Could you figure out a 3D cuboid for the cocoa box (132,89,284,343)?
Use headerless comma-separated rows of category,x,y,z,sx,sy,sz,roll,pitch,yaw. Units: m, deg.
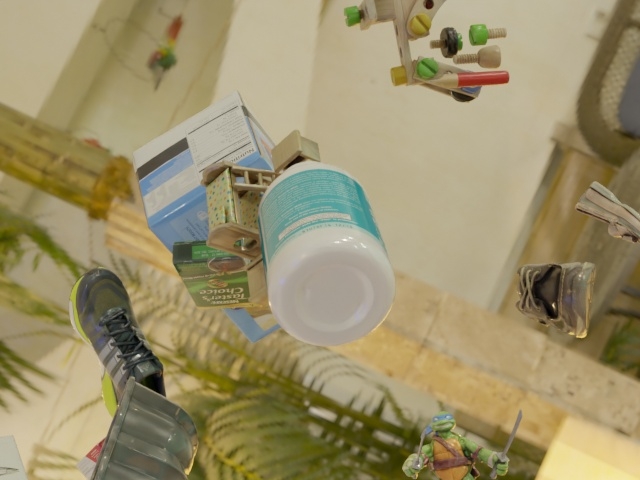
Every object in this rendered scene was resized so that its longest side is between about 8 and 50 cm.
cocoa box,-0.132,-0.036,1.908,0.231,0.347,0.228,-31,39,7

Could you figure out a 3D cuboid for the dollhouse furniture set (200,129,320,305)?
dollhouse furniture set,-0.076,-0.037,1.455,0.161,0.101,0.182,-38,48,36

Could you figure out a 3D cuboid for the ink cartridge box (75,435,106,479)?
ink cartridge box,-0.337,0.410,1.880,0.063,0.150,0.109,-40,-3,-45

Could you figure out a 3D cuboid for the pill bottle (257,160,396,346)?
pill bottle,0.000,0.000,1.312,0.264,0.146,0.146,-103,34,-59

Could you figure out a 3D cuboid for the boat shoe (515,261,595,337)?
boat shoe,0.412,0.104,1.944,0.355,0.130,0.132,49,-132,-79

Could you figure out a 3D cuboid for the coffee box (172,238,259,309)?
coffee box,-0.158,0.055,1.707,0.184,0.113,0.040,78,-171,-63

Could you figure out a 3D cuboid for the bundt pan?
bundt pan,-0.262,0.360,1.492,0.331,0.124,0.331,-159,90,-81

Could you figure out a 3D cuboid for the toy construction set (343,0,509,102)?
toy construction set,0.171,-0.344,1.905,0.309,0.237,0.257,-112,19,-59

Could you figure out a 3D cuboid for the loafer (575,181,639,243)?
loafer,0.324,-0.020,1.184,0.039,0.045,0.125,-44,35,6

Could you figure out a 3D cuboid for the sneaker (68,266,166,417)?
sneaker,-0.315,0.179,1.786,0.111,0.121,0.300,-33,-63,-32

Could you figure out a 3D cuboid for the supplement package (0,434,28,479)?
supplement package,-0.359,0.301,1.149,0.179,0.105,0.105,-140,48,-58

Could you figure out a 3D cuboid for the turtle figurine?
turtle figurine,0.281,0.492,2.243,0.274,0.198,0.266,-17,82,60
